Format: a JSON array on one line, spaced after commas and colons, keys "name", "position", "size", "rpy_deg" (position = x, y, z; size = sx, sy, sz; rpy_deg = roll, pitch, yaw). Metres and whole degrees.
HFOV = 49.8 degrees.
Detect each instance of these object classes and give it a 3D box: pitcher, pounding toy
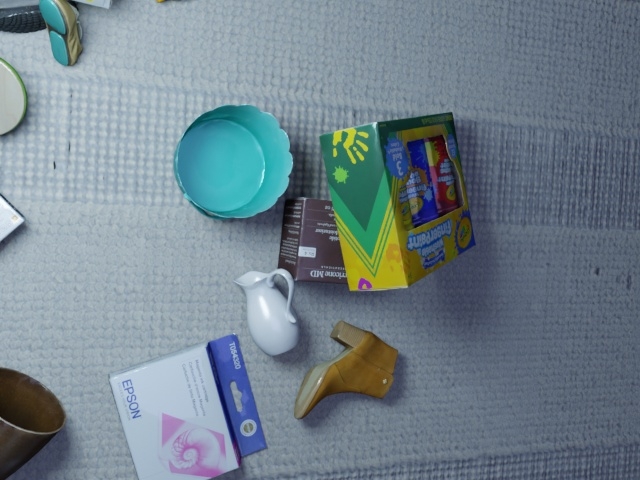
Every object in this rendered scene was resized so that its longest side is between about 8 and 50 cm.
[{"name": "pitcher", "position": [-0.112, 0.173, 1.708], "size": [0.125, 0.177, 0.207], "rpy_deg": [-28, 101, -46]}, {"name": "pounding toy", "position": [-0.741, -0.320, 1.509], "size": [0.236, 0.110, 0.183], "rpy_deg": [-24, 114, 12]}]

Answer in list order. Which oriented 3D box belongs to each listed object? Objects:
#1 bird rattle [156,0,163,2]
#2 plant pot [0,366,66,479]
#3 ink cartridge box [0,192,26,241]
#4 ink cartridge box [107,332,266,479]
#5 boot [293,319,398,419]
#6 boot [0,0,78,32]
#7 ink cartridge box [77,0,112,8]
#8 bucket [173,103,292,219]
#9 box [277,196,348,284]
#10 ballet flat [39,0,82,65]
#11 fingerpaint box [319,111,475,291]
[{"name": "bird rattle", "position": [-0.352, -0.680, 1.635], "size": [0.253, 0.143, 0.207], "rpy_deg": [-31, 114, -29]}, {"name": "plant pot", "position": [-0.714, 0.433, 1.500], "size": [0.215, 0.215, 0.230], "rpy_deg": [35, 96, -18]}, {"name": "ink cartridge box", "position": [-0.789, -0.052, 1.482], "size": [0.206, 0.045, 0.208], "rpy_deg": [-43, 106, -10]}, {"name": "ink cartridge box", "position": [-0.317, 0.431, 1.700], "size": [0.329, 0.071, 0.324], "rpy_deg": [-17, 98, -17]}, {"name": "boot", "position": [0.078, 0.378, 1.822], "size": [0.211, 0.104, 0.295], "rpy_deg": [34, 77, -18]}, {"name": "boot", "position": [-0.718, -0.569, 1.491], "size": [0.337, 0.118, 0.223], "rpy_deg": [-15, 90, -25]}, {"name": "ink cartridge box", "position": [-0.597, -0.679, 1.497], "size": [0.307, 0.072, 0.304], "rpy_deg": [8, 70, -24]}, {"name": "bucket", "position": [-0.219, -0.183, 1.647], "size": [0.280, 0.183, 0.282], "rpy_deg": [-1, 93, -19]}, {"name": "box", "position": [0.000, 0.000, 1.743], "size": [0.168, 0.167, 0.203], "rpy_deg": [5, 91, -20]}, {"name": "ballet flat", "position": [-0.558, -0.472, 1.497], "size": [0.080, 0.232, 0.073], "rpy_deg": [37, 65, -1]}, {"name": "fingerpaint box", "position": [0.211, -0.111, 1.699], "size": [0.444, 0.163, 0.372], "rpy_deg": [-20, 101, -55]}]
